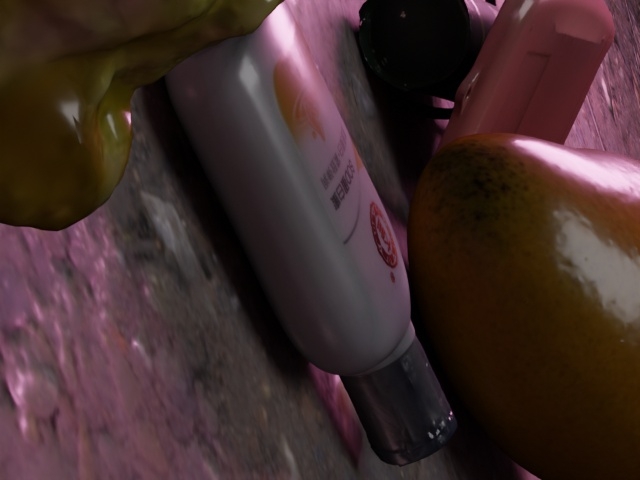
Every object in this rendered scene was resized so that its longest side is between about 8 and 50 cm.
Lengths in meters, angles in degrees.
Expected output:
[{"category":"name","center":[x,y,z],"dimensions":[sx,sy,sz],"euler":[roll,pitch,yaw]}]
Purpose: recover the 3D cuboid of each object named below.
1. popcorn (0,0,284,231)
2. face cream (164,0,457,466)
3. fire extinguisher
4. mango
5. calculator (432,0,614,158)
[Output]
[{"category":"popcorn","center":[-0.125,-0.125,0.596],"dimensions":[0.259,0.259,0.212],"euler":[61,5,-32]},{"category":"face cream","center":[0.000,0.000,1.072],"dimensions":[0.144,0.071,0.291],"euler":[-74,143,-62]},{"category":"fire extinguisher","center":[0.111,-0.157,1.558],"dimensions":[0.294,0.093,0.118],"euler":[-1,100,-73]},{"category":"mango","center":[0.193,0.053,1.395],"dimensions":[0.378,0.221,0.263],"euler":[34,44,-48]},{"category":"calculator","center":[0.164,-0.113,1.542],"dimensions":[0.220,0.048,0.330],"euler":[-66,162,12]}]
